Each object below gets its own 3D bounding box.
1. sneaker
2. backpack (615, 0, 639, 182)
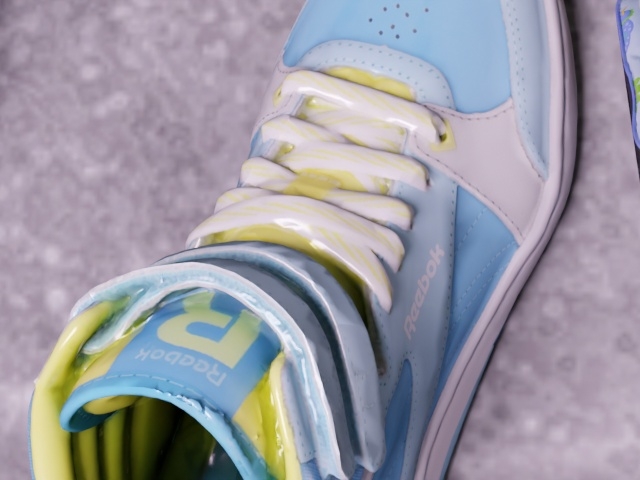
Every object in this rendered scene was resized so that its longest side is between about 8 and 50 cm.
[{"bbox_3d":[0.000,0.000,0.703,0.127,0.208,0.319,12,85,19],"label":"sneaker"},{"bbox_3d":[0.168,-0.063,0.716,0.114,0.084,0.105,-8,45,10],"label":"backpack"}]
